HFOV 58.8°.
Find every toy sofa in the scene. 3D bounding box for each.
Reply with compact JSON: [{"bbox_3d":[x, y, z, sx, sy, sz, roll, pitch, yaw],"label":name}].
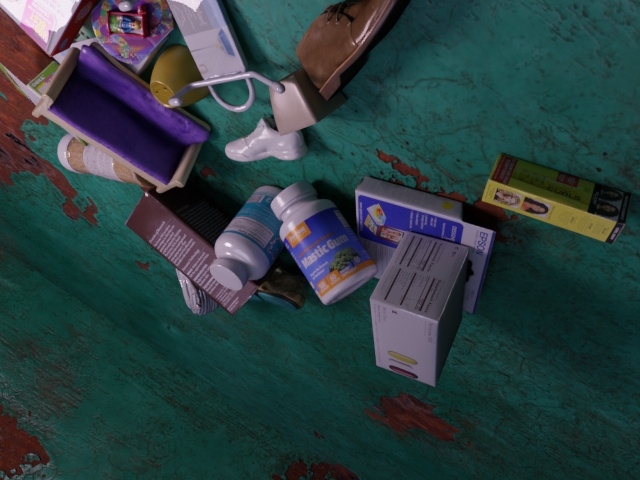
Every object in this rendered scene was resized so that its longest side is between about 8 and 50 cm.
[{"bbox_3d":[-0.451,-0.274,1.326,0.363,0.150,0.177,35,149,-33],"label":"toy sofa"}]

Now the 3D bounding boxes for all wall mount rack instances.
[{"bbox_3d":[-0.202,-0.379,1.058,0.305,0.130,0.349,0,129,32],"label":"wall mount rack"}]

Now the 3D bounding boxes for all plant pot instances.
[{"bbox_3d":[-0.035,-0.279,1.103,0.109,0.109,0.096,-9,116,46],"label":"plant pot"},{"bbox_3d":[-0.318,-0.346,1.248,0.134,0.095,0.134,22,146,16],"label":"plant pot"}]

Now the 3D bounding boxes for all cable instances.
[{"bbox_3d":[-0.400,0.112,1.818,0.256,0.089,0.257,70,159,11],"label":"cable"}]

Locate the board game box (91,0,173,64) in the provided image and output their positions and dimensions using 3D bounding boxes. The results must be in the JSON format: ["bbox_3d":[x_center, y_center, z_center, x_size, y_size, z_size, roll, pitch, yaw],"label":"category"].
[{"bbox_3d":[-0.388,-0.443,1.152,0.169,0.033,0.133,-37,110,17],"label":"board game box"}]

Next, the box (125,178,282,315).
[{"bbox_3d":[-0.312,0.007,1.549,0.381,0.191,0.143,43,116,-2],"label":"box"}]

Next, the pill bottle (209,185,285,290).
[{"bbox_3d":[-0.164,-0.003,1.414,0.146,0.264,0.146,22,146,16],"label":"pill bottle"}]

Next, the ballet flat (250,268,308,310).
[{"bbox_3d":[-0.174,0.132,1.741,0.349,0.123,0.123,7,139,39],"label":"ballet flat"}]

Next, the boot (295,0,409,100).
[{"bbox_3d":[0.049,-0.354,0.936,0.115,0.112,0.305,48,148,-4],"label":"boot"}]

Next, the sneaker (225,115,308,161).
[{"bbox_3d":[-0.129,-0.233,1.275,0.212,0.080,0.094,2,125,29],"label":"sneaker"}]

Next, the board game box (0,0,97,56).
[{"bbox_3d":[-0.534,-0.553,1.092,0.242,0.064,0.317,46,128,-13],"label":"board game box"}]

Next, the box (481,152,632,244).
[{"bbox_3d":[0.414,-0.077,1.005,0.233,0.087,0.058,22,143,18],"label":"box"}]

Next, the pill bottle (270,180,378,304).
[{"bbox_3d":[0.000,0.000,1.322,0.272,0.152,0.152,56,149,12],"label":"pill bottle"}]

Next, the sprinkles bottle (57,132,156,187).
[{"bbox_3d":[-0.579,-0.228,1.572,0.356,0.121,0.121,14,143,34],"label":"sprinkles bottle"}]

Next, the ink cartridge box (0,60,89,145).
[{"bbox_3d":[-0.691,-0.386,1.465,0.255,0.097,0.189,39,165,3],"label":"ink cartridge box"}]

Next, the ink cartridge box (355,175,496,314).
[{"bbox_3d":[0.231,0.013,1.294,0.308,0.072,0.303,17,143,18],"label":"ink cartridge box"}]

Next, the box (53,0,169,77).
[{"bbox_3d":[-0.503,-0.457,1.292,0.232,0.058,0.322,44,144,-17],"label":"box"}]

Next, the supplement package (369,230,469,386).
[{"bbox_3d":[0.218,0.151,1.236,0.145,0.204,0.261,15,142,23],"label":"supplement package"}]
